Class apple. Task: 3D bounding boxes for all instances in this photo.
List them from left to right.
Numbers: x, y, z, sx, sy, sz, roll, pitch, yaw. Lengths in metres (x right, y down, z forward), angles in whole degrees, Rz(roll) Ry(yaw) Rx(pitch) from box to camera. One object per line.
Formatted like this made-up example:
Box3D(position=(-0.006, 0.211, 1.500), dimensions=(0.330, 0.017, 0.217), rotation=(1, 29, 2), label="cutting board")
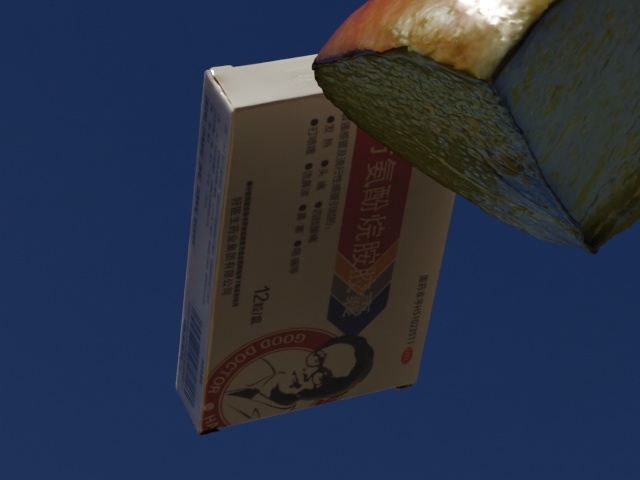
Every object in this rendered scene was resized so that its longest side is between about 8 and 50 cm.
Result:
Box3D(position=(0.132, -0.104, 1.287), dimensions=(0.254, 0.179, 0.346), rotation=(-24, -26, 13), label="apple")

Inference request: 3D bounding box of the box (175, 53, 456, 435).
Box3D(position=(0.000, 0.000, 1.541), dimensions=(0.214, 0.069, 0.353), rotation=(-11, -44, -22), label="box")
